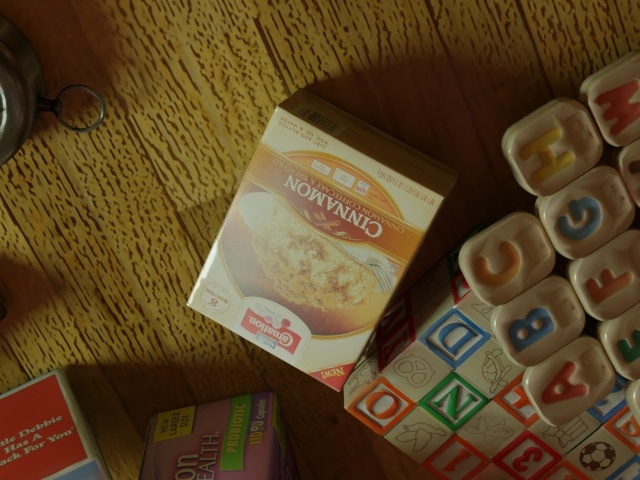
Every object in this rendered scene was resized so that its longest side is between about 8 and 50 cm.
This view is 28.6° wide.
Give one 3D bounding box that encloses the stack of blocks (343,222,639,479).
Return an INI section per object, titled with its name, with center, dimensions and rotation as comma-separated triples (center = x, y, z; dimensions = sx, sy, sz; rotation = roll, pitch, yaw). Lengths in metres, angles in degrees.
[stack of blocks]
center = 0.184, 0.146, 1.055
dimensions = 0.297, 0.087, 0.171
rotation = 38, 111, -17

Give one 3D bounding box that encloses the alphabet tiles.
[alphabet tiles]
center = 0.254, 0.006, 0.961
dimensions = 0.278, 0.021, 0.284
rotation = -31, 107, -7

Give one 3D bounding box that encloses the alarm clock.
[alarm clock]
center = -0.258, -0.109, 0.944
dimensions = 0.192, 0.064, 0.129
rotation = 6, 117, -6

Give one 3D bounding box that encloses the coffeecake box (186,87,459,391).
[coffeecake box]
center = 0.000, 0.000, 0.972
dimensions = 0.142, 0.068, 0.185
rotation = 29, 115, 5

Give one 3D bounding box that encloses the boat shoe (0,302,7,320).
[boat shoe]
center = -0.352, 0.090, 1.047
dimensions = 0.190, 0.068, 0.072
rotation = -38, 99, 7

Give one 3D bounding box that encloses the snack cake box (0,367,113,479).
[snack cake box]
center = -0.301, 0.225, 1.013
dimensions = 0.264, 0.152, 0.089
rotation = -25, 118, -11

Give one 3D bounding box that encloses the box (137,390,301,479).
[box]
center = -0.067, 0.292, 1.058
dimensions = 0.117, 0.213, 0.243
rotation = -13, 116, 7
